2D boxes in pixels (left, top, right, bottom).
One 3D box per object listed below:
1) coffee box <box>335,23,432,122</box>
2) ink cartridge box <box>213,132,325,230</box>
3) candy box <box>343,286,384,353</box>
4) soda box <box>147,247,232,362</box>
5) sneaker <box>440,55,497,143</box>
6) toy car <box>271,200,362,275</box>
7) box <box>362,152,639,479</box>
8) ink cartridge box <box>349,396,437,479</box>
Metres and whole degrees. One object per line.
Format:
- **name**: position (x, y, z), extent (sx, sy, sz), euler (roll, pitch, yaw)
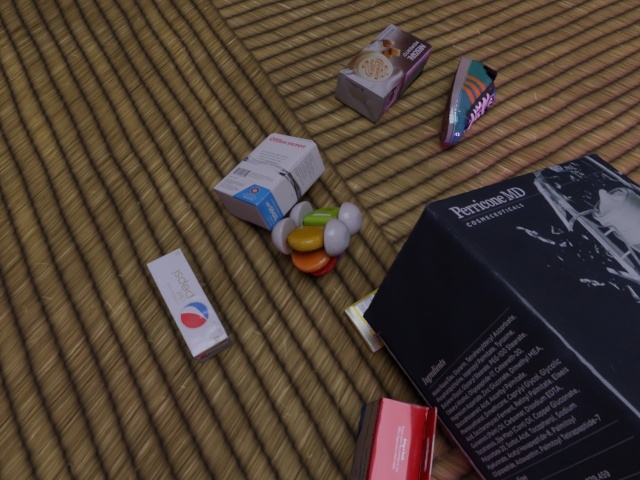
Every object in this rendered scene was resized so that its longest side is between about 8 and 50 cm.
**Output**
- **coffee box**: position (0.170, -0.452, 1.133), extent (0.141, 0.098, 0.246), euler (37, 67, 12)
- **ink cartridge box**: position (-0.109, -0.137, 0.937), extent (0.148, 0.086, 0.203), euler (23, 61, 37)
- **candy box**: position (0.161, 0.138, 0.887), extent (0.206, 0.027, 0.105), euler (-29, 72, -17)
- **soda box**: position (-0.259, 0.127, 0.834), extent (0.074, 0.069, 0.216), euler (-29, 70, -17)
- **sneaker**: position (0.398, -0.369, 1.107), extent (0.121, 0.108, 0.302), euler (17, 63, 8)
- **toy car**: position (0.000, 0.000, 0.881), extent (0.159, 0.136, 0.182), euler (2, 30, 25)
- **box**: position (0.416, 0.147, 0.657), extent (0.480, 0.297, 0.472), euler (-18, 54, -32)
- **ink cartridge box**: position (0.111, 0.333, 0.675), extent (0.078, 0.231, 0.134), euler (13, 64, 2)
